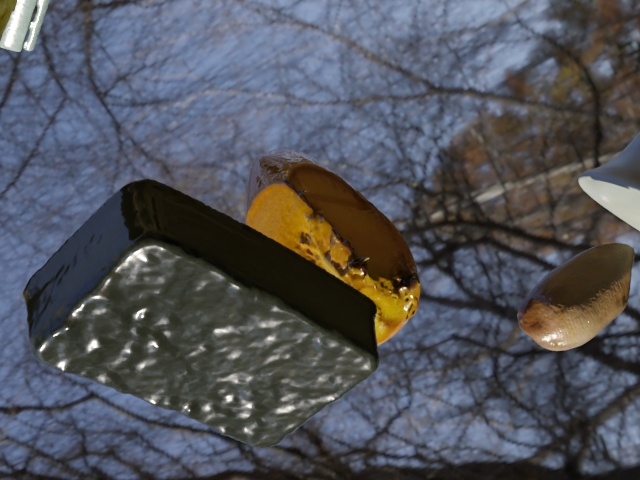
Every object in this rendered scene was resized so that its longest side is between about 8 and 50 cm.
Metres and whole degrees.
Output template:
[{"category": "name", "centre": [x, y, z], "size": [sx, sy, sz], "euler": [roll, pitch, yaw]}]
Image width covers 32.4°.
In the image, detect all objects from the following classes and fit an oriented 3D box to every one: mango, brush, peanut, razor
[{"category": "mango", "centre": [0.000, 0.000, 1.081], "size": [0.154, 0.126, 0.252], "euler": [19, -153, -45]}, {"category": "brush", "centre": [-0.067, 0.052, 0.664], "size": [0.197, 0.123, 0.059], "euler": [29, -148, -33]}, {"category": "peanut", "centre": [0.258, 0.053, 1.082], "size": [0.152, 0.076, 0.076], "euler": [-32, -83, -23]}, {"category": "razor", "centre": [-0.243, -0.273, 1.003], "size": [0.068, 0.106, 0.232], "euler": [26, -143, -8]}]

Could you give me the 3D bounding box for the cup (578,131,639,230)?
[{"category": "cup", "centre": [0.468, -0.052, 1.175], "size": [0.347, 0.163, 0.347], "euler": [28, -178, -1]}]

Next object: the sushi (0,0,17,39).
[{"category": "sushi", "centre": [-0.300, -0.200, 0.608], "size": [0.291, 0.131, 0.139], "euler": [28, -103, -26]}]
